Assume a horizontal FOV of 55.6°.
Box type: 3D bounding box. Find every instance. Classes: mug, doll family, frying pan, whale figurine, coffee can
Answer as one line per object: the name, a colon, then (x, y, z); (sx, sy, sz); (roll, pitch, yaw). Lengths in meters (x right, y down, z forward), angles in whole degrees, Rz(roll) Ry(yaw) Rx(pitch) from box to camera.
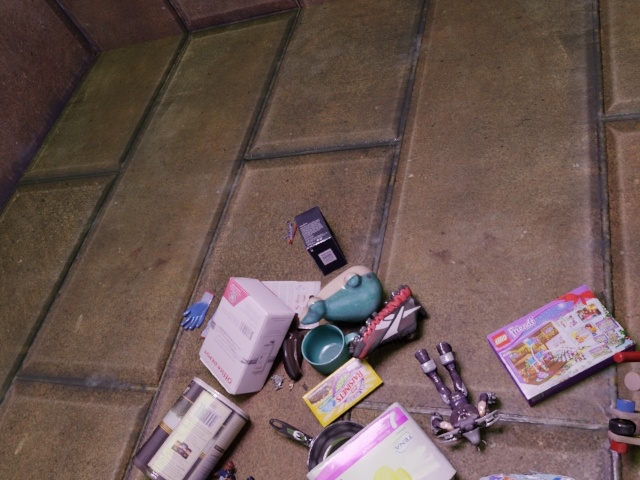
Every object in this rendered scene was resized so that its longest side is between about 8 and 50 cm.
mug: (0.035, 0.323, 1.752); (0.158, 0.097, 0.129); (9, 59, 31)
doll family: (-0.227, 0.668, 1.628); (0.193, 0.076, 0.111); (13, 81, 28)
frying pan: (0.002, 0.576, 1.602); (0.327, 0.053, 0.197); (-6, 53, 22)
whale figurine: (0.070, 0.183, 1.756); (0.272, 0.216, 0.141); (-21, 61, -41)
coffee can: (-0.358, 0.552, 1.700); (0.202, 0.201, 0.275); (23, 67, 37)

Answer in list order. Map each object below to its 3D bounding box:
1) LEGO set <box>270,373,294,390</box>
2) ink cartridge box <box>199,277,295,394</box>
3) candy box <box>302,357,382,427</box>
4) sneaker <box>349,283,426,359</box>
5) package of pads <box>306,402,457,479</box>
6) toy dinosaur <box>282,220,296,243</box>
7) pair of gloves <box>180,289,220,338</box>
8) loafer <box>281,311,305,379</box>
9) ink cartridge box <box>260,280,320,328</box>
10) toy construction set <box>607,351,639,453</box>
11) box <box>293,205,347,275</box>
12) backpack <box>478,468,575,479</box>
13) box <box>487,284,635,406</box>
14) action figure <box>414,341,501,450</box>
LEGO set: (-0.117, 0.418, 1.803); (0.083, 0.023, 0.054); (-6, 53, 22)
ink cartridge box: (-0.225, 0.282, 1.811); (0.207, 0.117, 0.282); (37, 110, 39)
candy box: (0.062, 0.415, 1.690); (0.206, 0.027, 0.105); (-37, 75, -4)
sneaker: (0.197, 0.248, 1.698); (0.135, 0.097, 0.276); (43, 59, 9)
package of pads: (0.151, 0.570, 1.461); (0.297, 0.101, 0.229); (-37, 63, -10)
toy dinosaur: (-0.101, -0.031, 2.133); (0.090, 0.047, 0.082); (-21, 66, -3)
pair of gloves: (-0.380, 0.253, 2.062); (0.198, 0.023, 0.159); (18, 65, 36)
loafer: (-0.079, 0.306, 1.820); (0.079, 0.080, 0.219); (-6, 66, -11)
ink cartridge box: (-0.113, 0.217, 1.953); (0.225, 0.056, 0.180); (0, 53, 4)
toy construction set: (0.775, 0.380, 1.292); (0.238, 0.257, 0.308); (3, 63, -26)
box: (0.000, 0.000, 1.978); (0.093, 0.156, 0.158); (-28, 48, 4)
backpack: (0.459, 0.604, 1.276); (0.254, 0.191, 0.225); (-4, 53, 17)
box: (0.605, 0.263, 1.543); (0.294, 0.057, 0.200); (-29, 48, 4)
action figure: (0.346, 0.398, 1.547); (0.186, 0.099, 0.284); (-21, 52, 1)
